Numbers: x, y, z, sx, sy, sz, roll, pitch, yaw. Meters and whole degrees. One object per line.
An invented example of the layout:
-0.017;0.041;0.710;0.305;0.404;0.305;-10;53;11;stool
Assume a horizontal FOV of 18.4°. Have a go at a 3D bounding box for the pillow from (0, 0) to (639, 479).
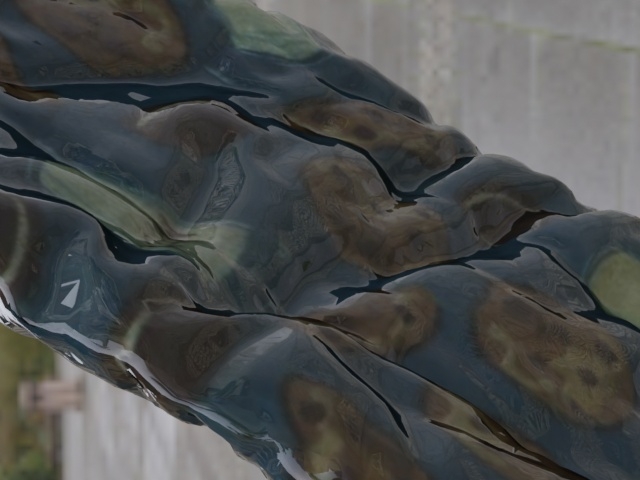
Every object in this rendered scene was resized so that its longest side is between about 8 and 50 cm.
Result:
0.001;0.001;0.393;0.034;0.255;0.189;-59;-4;22;pillow
